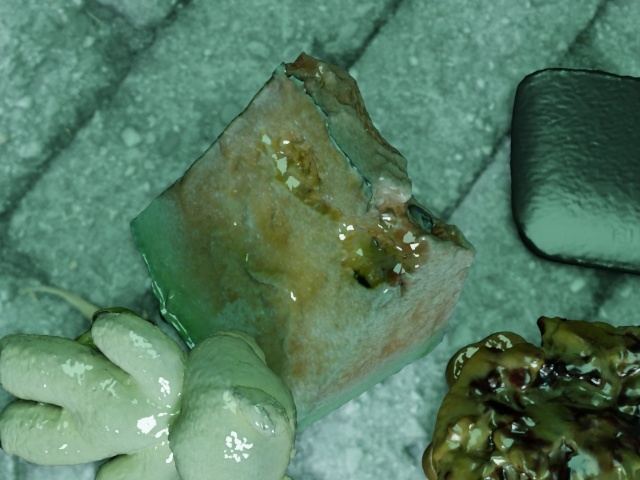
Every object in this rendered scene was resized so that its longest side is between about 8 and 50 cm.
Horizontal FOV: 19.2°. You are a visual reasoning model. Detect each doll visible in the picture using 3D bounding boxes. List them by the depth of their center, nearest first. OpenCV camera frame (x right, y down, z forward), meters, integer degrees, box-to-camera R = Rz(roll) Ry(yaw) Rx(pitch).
[{"bbox_3d":[-0.150,0.139,1.651,0.278,0.175,0.149,8,58,10],"label":"doll"}]

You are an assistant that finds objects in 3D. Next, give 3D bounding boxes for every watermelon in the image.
[{"bbox_3d":[0.005,-0.001,1.693,0.264,0.302,0.151,51,39,9],"label":"watermelon"}]

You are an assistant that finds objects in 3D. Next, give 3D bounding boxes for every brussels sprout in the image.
[{"bbox_3d":[-0.196,0.092,1.712,0.083,0.046,0.051,-36,75,-14],"label":"brussels sprout"}]

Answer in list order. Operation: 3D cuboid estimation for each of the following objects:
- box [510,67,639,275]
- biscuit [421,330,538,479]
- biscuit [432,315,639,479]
[{"bbox_3d":[0.285,-0.063,1.821,0.212,0.042,0.201,6,74,-5],"label":"box"},{"bbox_3d":[0.247,0.193,1.744,0.295,0.044,0.186,18,76,-1],"label":"biscuit"},{"bbox_3d":[0.265,0.202,1.670,0.334,0.081,0.289,15,67,-3],"label":"biscuit"}]
